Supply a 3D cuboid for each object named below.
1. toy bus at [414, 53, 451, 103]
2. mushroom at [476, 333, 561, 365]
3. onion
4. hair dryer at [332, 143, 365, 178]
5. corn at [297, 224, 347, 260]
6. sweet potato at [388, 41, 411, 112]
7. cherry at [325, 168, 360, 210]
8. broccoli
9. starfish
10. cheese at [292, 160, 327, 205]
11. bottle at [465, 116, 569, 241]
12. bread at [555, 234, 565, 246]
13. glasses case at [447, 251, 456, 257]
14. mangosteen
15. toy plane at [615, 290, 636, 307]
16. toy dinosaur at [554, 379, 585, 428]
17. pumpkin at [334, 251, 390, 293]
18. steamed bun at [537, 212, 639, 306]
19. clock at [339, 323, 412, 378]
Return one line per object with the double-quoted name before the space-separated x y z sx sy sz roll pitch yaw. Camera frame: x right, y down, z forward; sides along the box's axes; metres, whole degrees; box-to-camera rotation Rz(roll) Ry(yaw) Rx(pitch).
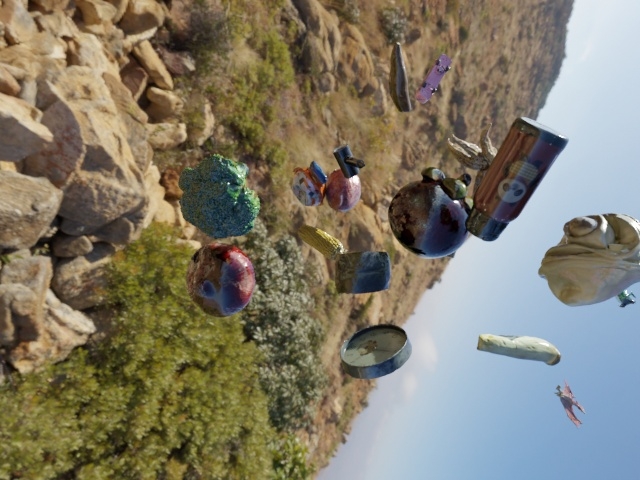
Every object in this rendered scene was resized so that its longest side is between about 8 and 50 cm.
"toy bus" 0.461 -0.664 1.746 0.203 0.063 0.090 -59 -171 -6
"mushroom" 0.713 0.387 1.540 0.107 0.332 0.088 -160 -100 -81
"onion" -0.366 0.135 1.432 0.195 0.271 0.273 -8 118 -63
"hair dryer" 0.127 -0.288 1.621 0.129 0.069 0.255 62 -4 -23
"corn" 0.000 0.000 1.983 0.106 0.293 0.107 -25 132 -32
"sweet potato" 0.278 -0.583 1.536 0.077 0.077 0.244 -54 135 -44
"cherry" 0.106 -0.231 2.006 0.192 0.174 0.250 103 0 -50
"broccoli" -0.287 -0.151 1.255 0.269 0.253 0.269 -63 -172 16
"starfish" 0.558 -0.278 1.499 0.084 0.293 0.301 -51 -164 -27
"cheese" -0.042 -0.259 1.916 0.129 0.217 0.329 -37 180 -18
"bottle" 0.516 -0.152 1.155 0.144 0.143 0.337 -43 157 -58
"bread" 1.033 0.067 1.705 0.140 0.178 0.060 -52 145 0
"glasses case" 0.632 -0.013 2.023 0.042 0.071 0.191 4 104 -61
"mangosteen" 0.385 -0.088 1.449 0.300 0.299 0.301 21 90 -75
"toy plane" 1.336 0.245 1.865 0.060 0.096 0.235 -29 166 22
"toy dinosaur" 0.785 0.505 1.333 0.032 0.108 0.220 -52 180 32
"pumpkin" 0.136 0.109 1.464 0.280 0.189 0.140 117 -33 -84
"steamed bun" 0.743 0.034 1.173 0.280 0.207 0.268 -29 180 21
"clock" 0.228 0.461 1.787 0.312 0.312 0.062 -46 120 -55
